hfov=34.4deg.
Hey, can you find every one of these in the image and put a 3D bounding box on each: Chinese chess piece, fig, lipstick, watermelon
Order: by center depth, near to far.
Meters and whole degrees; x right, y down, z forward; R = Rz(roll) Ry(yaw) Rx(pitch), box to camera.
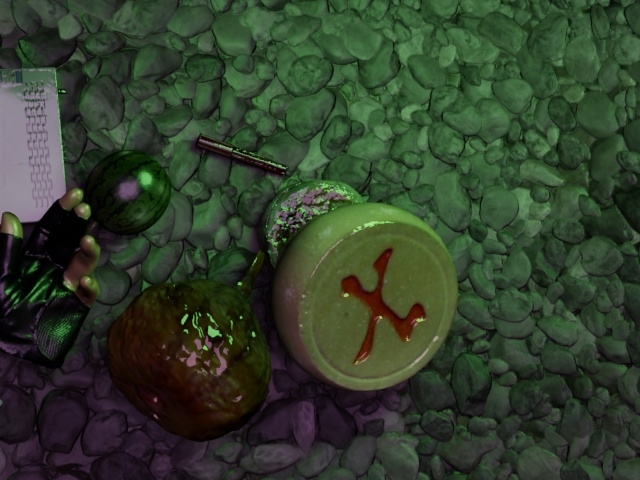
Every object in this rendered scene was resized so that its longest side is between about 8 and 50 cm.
[{"bbox_3d":[-0.183,0.138,1.740,0.286,0.286,0.369,36,57,-10],"label":"fig"},{"bbox_3d":[-0.342,-0.066,1.764,0.140,0.141,0.187,42,79,-9],"label":"watermelon"},{"bbox_3d":[0.077,0.099,1.820,0.338,0.140,0.338,-6,107,-22],"label":"Chinese chess piece"},{"bbox_3d":[-0.142,-0.154,1.892,0.176,0.027,0.027,19,79,-16],"label":"lipstick"}]

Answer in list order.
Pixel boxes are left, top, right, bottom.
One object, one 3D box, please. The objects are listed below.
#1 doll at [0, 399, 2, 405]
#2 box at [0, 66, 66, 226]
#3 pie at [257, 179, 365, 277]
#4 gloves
[{"bbox_3d":[-0.585,0.254,1.689,0.129,0.081,0.207,-4,83,-36],"label":"doll"},{"bbox_3d":[-0.530,-0.157,1.765,0.211,0.045,0.270,-6,86,-17],"label":"box"},{"bbox_3d":[0.000,0.000,1.903,0.240,0.054,0.240,2,84,-16],"label":"pie"},{"bbox_3d":[-0.456,0.055,1.704,0.197,0.152,0.301,24,103,-24],"label":"gloves"}]
